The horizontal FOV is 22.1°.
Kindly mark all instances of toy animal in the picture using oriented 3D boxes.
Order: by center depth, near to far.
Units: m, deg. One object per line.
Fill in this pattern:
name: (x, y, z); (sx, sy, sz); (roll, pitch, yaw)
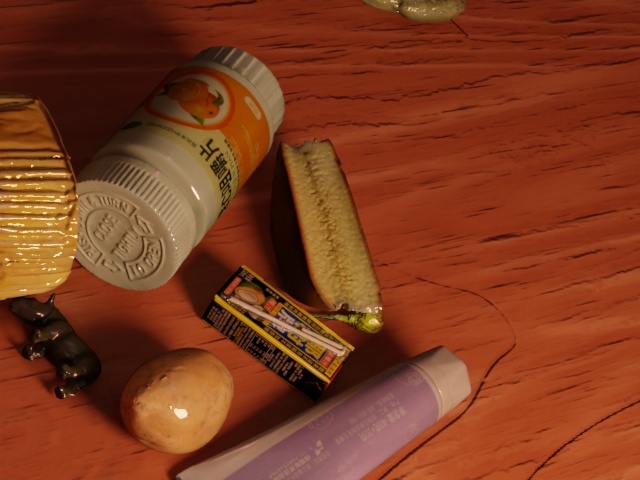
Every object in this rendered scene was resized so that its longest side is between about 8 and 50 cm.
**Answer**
toy animal: (-0.290, 0.105, 1.766); (0.136, 0.047, 0.065); (47, 41, 17)

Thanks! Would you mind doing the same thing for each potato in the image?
potato: (-0.152, 0.170, 1.745); (0.112, 0.112, 0.147); (44, 38, 12)

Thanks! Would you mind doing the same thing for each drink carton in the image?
drink carton: (-0.048, 0.106, 1.890); (0.165, 0.056, 0.071); (36, 47, 3)

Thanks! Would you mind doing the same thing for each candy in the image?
candy: (0.016, 0.091, 1.962); (0.123, 0.035, 0.035); (4, 94, -11)

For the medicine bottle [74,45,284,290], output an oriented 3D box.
medicine bottle: (-0.166, -0.095, 1.930); (0.158, 0.158, 0.318); (32, 44, 1)

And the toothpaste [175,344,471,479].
toothpaste: (0.017, 0.223, 1.814); (0.371, 0.080, 0.125); (-27, 69, -37)

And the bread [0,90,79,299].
bread: (-0.356, -0.054, 1.775); (0.133, 0.179, 0.250); (0, 46, -30)

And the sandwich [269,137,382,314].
sandwich: (0.000, 0.000, 1.985); (0.094, 0.096, 0.258); (1, 53, -20)

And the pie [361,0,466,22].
pie: (0.120, -0.412, 2.444); (0.240, 0.054, 0.240); (15, 45, -15)
